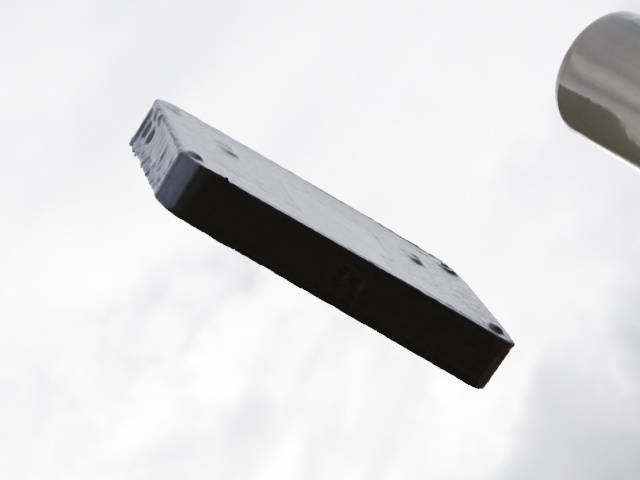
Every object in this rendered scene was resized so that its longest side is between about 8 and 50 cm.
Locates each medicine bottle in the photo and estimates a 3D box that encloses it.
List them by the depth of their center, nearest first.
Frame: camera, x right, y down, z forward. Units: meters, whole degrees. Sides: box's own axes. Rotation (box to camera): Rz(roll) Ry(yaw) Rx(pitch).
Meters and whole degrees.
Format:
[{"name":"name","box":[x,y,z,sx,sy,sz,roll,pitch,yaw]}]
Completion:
[{"name":"medicine bottle","box":[0.298,-0.086,1.531,0.114,0.252,0.114,-20,-54,-30]}]

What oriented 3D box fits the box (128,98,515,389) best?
[{"name":"box","box":[0.000,0.000,1.749,0.350,0.211,0.058,29,-78,-21]}]
